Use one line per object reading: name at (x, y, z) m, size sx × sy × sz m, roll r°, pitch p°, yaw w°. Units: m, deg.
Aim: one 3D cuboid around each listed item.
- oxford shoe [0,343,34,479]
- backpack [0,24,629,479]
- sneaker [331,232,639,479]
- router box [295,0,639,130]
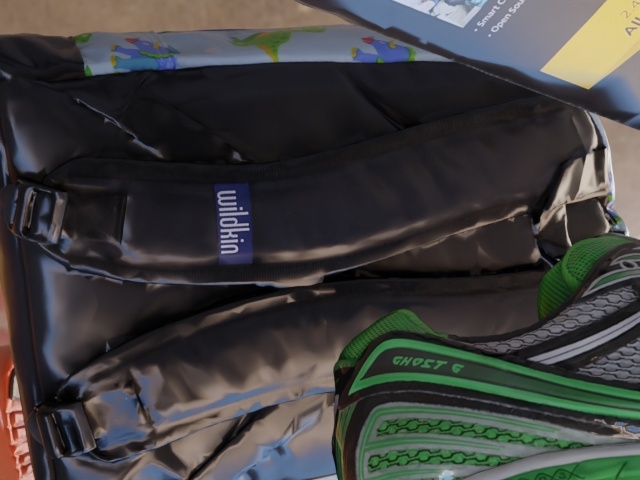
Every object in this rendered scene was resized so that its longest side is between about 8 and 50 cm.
oxford shoe at (-0.209, 0.201, 1.043) m, size 0.098 × 0.271 × 0.097 m, roll -5°, pitch -178°, yaw 20°
backpack at (0.000, 0.000, 0.941) m, size 0.356 × 0.290 × 0.273 m, roll -10°, pitch -172°, yaw -6°
sneaker at (0.168, 0.049, 0.644) m, size 0.344 × 0.146 × 0.134 m, roll -12°, pitch 159°, yaw -9°
router box at (0.139, -0.165, 0.399) m, size 0.243 × 0.081 × 0.309 m, roll 15°, pitch 127°, yaw -41°
